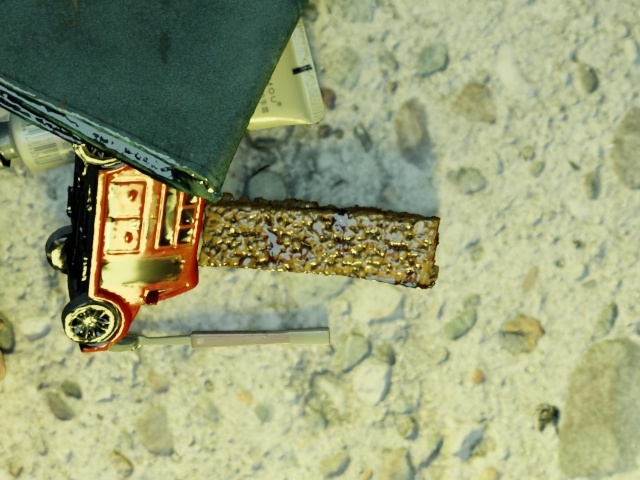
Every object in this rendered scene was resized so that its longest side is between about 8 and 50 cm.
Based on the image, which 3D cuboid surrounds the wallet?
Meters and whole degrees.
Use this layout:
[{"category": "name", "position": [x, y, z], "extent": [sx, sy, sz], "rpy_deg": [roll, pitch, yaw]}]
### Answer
[{"category": "wallet", "position": [-0.085, -0.216, 0.797], "extent": [0.191, 0.046, 0.379], "rpy_deg": [25, 62, -3]}]

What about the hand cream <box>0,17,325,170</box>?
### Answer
[{"category": "hand cream", "position": [-0.139, -0.111, 0.917], "extent": [0.276, 0.059, 0.095], "rpy_deg": [-13, 103, 3]}]

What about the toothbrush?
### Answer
[{"category": "toothbrush", "position": [-0.089, 0.084, 0.954], "extent": [0.194, 0.017, 0.014], "rpy_deg": [-3, 103, 3]}]

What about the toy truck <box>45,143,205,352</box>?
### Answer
[{"category": "toy truck", "position": [-0.147, -0.035, 0.868], "extent": [0.114, 0.107, 0.252], "rpy_deg": [-3, 128, -21]}]

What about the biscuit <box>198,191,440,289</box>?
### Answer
[{"category": "biscuit", "position": [0.000, 0.000, 0.925], "extent": [0.199, 0.034, 0.064], "rpy_deg": [5, 98, 4]}]

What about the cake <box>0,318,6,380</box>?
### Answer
[{"category": "cake", "position": [-0.427, 0.045, 0.841], "extent": [0.293, 0.314, 0.307], "rpy_deg": [-12, 105, 9]}]
